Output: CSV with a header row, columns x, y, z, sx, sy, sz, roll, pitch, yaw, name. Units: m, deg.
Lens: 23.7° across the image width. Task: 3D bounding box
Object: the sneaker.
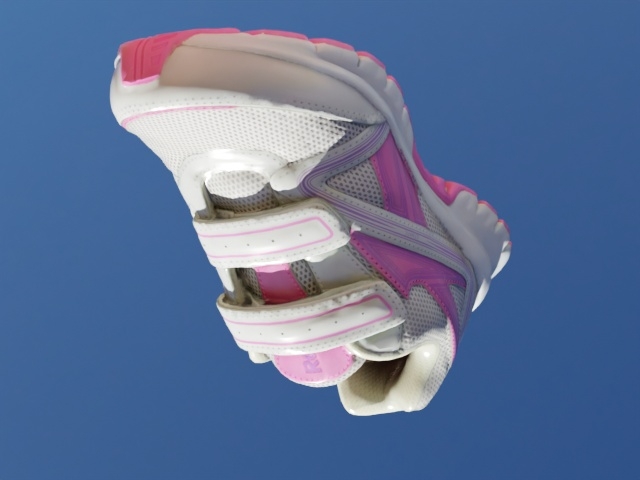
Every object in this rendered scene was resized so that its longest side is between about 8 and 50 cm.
x,y,z,sx,sy,sz,roll,pitch,yaw,name
0.000,0.000,0.663,0.103,0.252,0.111,-7,-122,37,sneaker
